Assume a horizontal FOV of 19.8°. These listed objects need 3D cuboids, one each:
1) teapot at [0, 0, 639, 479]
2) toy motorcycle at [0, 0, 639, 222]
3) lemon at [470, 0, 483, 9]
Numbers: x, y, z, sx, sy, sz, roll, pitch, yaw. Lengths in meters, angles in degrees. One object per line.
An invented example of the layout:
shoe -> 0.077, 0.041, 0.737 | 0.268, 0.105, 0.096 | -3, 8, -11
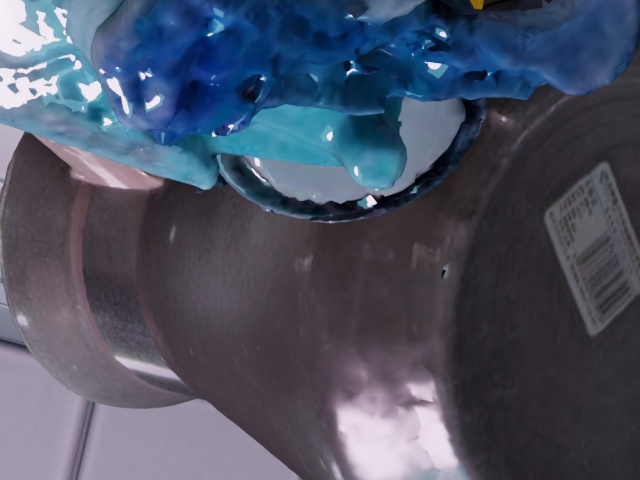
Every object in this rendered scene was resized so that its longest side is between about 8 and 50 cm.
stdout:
teapot -> 0.000, 0.000, 0.865 | 0.344, 0.253, 0.300 | 7, 151, 49
toy motorcycle -> -0.038, -0.106, 0.478 | 0.260, 0.206, 0.154 | 16, -149, -28
lemon -> -0.004, -0.096, 0.665 | 0.114, 0.114, 0.155 | 18, 175, -29
